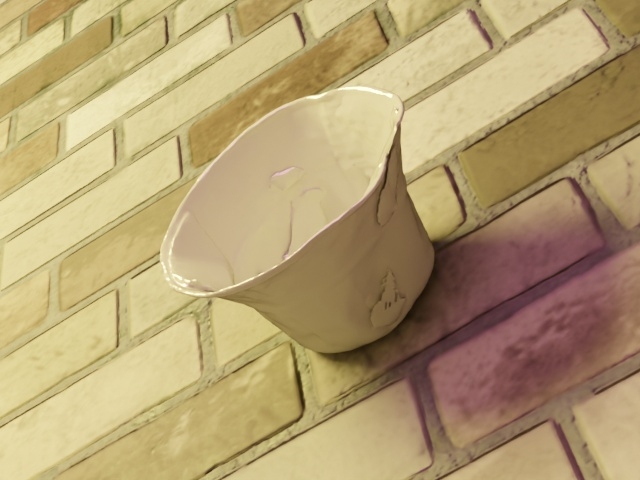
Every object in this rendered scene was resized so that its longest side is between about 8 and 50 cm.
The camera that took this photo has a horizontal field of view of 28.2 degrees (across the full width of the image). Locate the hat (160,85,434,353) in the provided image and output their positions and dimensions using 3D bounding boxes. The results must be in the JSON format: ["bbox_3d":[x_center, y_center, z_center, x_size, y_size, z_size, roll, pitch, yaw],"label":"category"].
[{"bbox_3d":[0.000,0.000,0.900,0.203,0.126,0.203,-25,35,19],"label":"hat"}]
